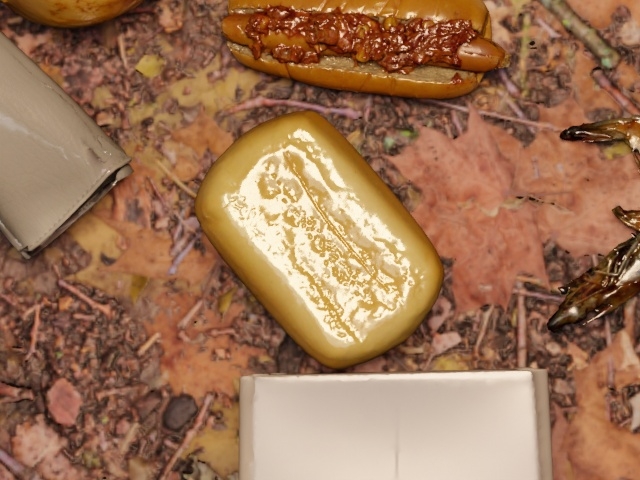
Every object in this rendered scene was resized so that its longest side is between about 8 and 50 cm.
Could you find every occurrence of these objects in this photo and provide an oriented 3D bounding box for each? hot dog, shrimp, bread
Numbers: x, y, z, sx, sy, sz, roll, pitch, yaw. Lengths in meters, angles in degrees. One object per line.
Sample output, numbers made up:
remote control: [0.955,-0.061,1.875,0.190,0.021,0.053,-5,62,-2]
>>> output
hot dog: [0.039,-0.175,1.353,0.249,0.076,0.102,8,95,6]
shrimp: [0.235,-0.023,1.347,0.195,0.035,0.148,-39,87,-4]
bread: [0.000,0.000,1.340,0.147,0.098,0.217,-37,87,2]

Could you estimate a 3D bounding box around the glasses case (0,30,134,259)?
glasses case: [-0.305,-0.122,1.385,0.308,0.083,0.128,43,98,6]

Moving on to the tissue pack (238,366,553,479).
tissue pack: [0.063,0.172,1.298,0.246,0.159,0.136,-1,86,6]

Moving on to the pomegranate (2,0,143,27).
pomegranate: [-0.230,-0.289,1.314,0.248,0.248,0.248,0,88,6]
